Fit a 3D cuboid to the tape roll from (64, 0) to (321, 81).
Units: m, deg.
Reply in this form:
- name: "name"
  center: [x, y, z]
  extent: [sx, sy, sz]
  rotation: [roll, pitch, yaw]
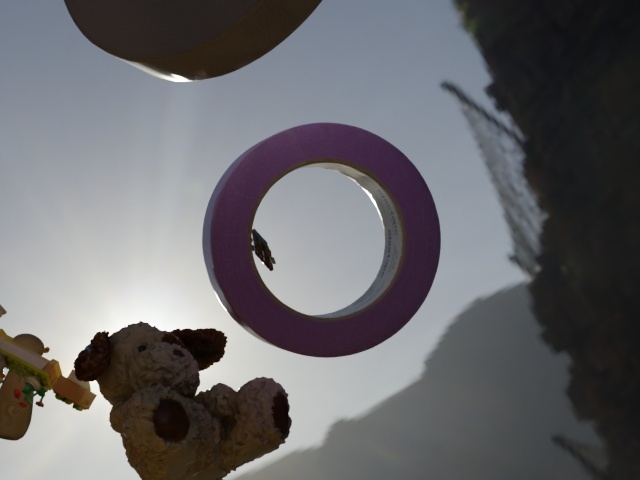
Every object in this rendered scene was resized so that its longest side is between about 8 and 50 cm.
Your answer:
- name: "tape roll"
  center: [-0.119, -0.360, 1.528]
  extent: [0.392, 0.392, 0.072]
  rotation: [-38, -34, 22]

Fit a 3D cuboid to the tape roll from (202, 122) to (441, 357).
- name: "tape roll"
  center: [0.000, 0.000, 1.722]
  extent: [0.275, 0.275, 0.090]
  rotation: [-26, 4, -12]

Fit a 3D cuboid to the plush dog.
- name: "plush dog"
  center: [-0.201, 0.206, 1.855]
  extent: [0.262, 0.225, 0.210]
  rotation: [1, -37, -46]

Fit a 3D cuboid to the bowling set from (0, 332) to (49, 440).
- name: "bowling set"
  center: [-0.548, 0.202, 2.081]
  extent: [0.287, 0.154, 0.200]
  rotation: [14, -21, -14]

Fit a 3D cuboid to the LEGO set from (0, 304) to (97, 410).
- name: "LEGO set"
  center: [-0.441, 0.156, 1.922]
  extent: [0.107, 0.287, 0.132]
  rotation: [-49, 6, -34]

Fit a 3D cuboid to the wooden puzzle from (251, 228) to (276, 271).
- name: "wooden puzzle"
  center: [-0.087, 0.014, 2.160]
  extent: [0.006, 0.083, 0.049]
  rotation: [-24, -46, -20]
